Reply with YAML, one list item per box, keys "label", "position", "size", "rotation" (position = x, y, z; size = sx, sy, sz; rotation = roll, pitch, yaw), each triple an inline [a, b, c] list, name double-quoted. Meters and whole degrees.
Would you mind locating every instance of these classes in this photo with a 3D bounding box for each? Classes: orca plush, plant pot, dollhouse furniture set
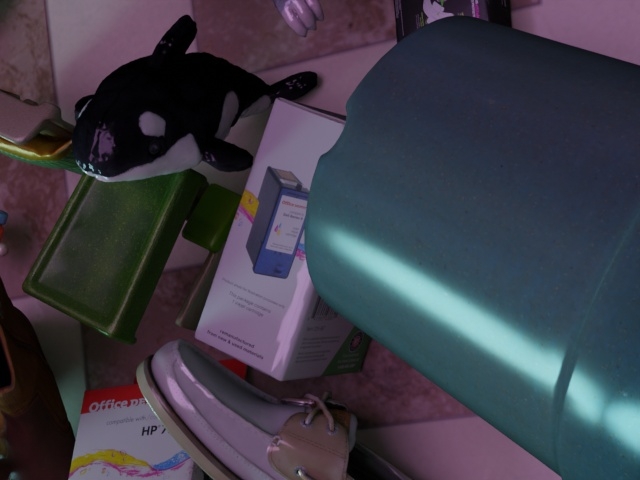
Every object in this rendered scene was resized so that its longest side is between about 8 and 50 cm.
- label: "orca plush"
  position: [-0.096, -0.129, 1.174]
  size: [0.151, 0.287, 0.102]
  rotation: [30, 118, 32]
- label: "plant pot"
  position: [0.190, 0.012, 1.029]
  size: [0.334, 0.341, 0.341]
  rotation: [28, 100, 33]
- label: "dollhouse furniture set"
  position: [-0.229, -0.031, 1.282]
  size: [0.301, 0.197, 0.151]
  rotation: [25, 89, 21]

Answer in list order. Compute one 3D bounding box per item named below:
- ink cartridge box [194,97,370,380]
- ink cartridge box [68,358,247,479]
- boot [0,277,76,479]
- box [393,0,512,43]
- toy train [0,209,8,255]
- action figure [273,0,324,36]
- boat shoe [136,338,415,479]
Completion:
- label: "ink cartridge box"
  position: [0.000, 0.000, 1.202]
  size: [0.093, 0.154, 0.212]
  rotation: [24, 99, 26]
- label: "ink cartridge box"
  position: [-0.145, 0.200, 1.261]
  size: [0.134, 0.078, 0.231]
  rotation: [-11, 57, 26]
- label: "boot"
  position: [-0.256, 0.152, 1.266]
  size: [0.096, 0.280, 0.264]
  rotation: [-10, 72, -12]
- label: "box"
  position: [0.111, -0.191, 1.206]
  size: [0.083, 0.062, 0.052]
  rotation: [-7, 83, 27]
- label: "toy train"
  position: [-0.364, 0.034, 1.419]
  size: [0.125, 0.046, 0.166]
  rotation: [36, 108, 53]
- label: "action figure"
  position: [-0.072, -0.340, 1.173]
  size: [0.370, 0.276, 0.248]
  rotation: [-43, 36, -11]
- label: "boat shoe"
  position: [-0.012, 0.173, 1.181]
  size: [0.302, 0.113, 0.103]
  rotation: [42, 106, -16]
